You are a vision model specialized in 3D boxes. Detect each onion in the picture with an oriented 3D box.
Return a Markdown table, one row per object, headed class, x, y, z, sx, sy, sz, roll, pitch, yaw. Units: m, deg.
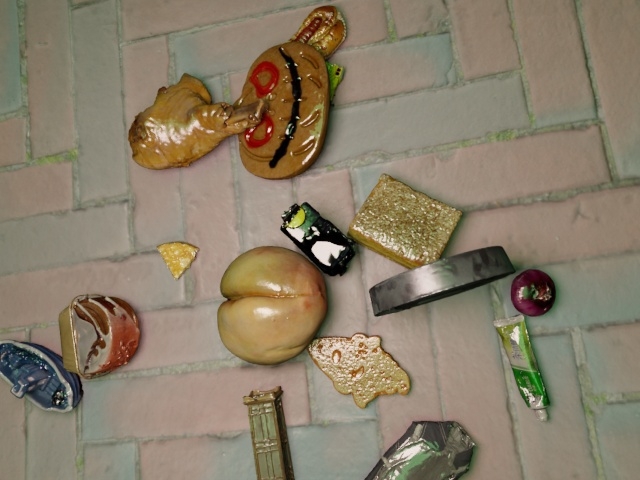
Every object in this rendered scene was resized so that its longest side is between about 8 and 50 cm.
| class | x | y | z | sx | sy | sz | roll | pitch | yaw |
| --- | --- | --- | --- | --- | --- | --- | --- | --- | --- |
| onion | 0.513 | 0.125 | 1.016 | 0.115 | 0.104 | 0.115 | 0 | 90 | -8 |

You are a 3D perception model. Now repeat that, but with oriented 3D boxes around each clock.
| class | x | y | z | sx | sy | sz | roll | pitch | yaw |
| --- | --- | --- | --- | --- | --- | --- | --- | --- | --- |
| clock | 0.263 | 0.095 | 0.947 | 0.319 | 0.319 | 0.066 | -18 | 76 | 5 |

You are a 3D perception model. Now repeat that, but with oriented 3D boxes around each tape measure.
| class | x | y | z | sx | sy | sz | roll | pitch | yaw |
| --- | --- | --- | --- | --- | --- | --- | --- | --- | --- |
| tape measure | 0.000 | 0.000 | 1.065 | 0.112 | 0.186 | 0.199 | -44 | 75 | -5 |

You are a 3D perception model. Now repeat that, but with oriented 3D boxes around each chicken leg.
| class | x | y | z | sx | sy | sz | roll | pitch | yaw |
| --- | --- | --- | --- | --- | --- | --- | --- | --- | --- |
| chicken leg | -0.332 | -0.348 | 1.155 | 0.410 | 0.182 | 0.294 | -9 | 61 | 20 |

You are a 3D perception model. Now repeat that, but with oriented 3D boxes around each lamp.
| class | x | y | z | sx | sy | sz | roll | pitch | yaw |
| --- | --- | --- | --- | --- | --- | --- | --- | --- | --- |
| lamp | -0.119 | 0.540 | 1.052 | 0.089 | 0.090 | 0.325 | -12 | 80 | 7 |

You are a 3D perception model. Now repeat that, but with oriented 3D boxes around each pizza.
| class | x | y | z | sx | sy | sz | roll | pitch | yaw |
| --- | --- | --- | --- | --- | --- | --- | --- | --- | --- |
| pizza | -0.404 | 0.057 | 1.192 | 0.123 | 0.026 | 0.108 | 4 | 85 | 6 |

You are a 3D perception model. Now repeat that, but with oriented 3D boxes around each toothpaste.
| class | x | y | z | sx | sy | sz | roll | pitch | yaw |
| --- | --- | --- | --- | --- | --- | --- | --- | --- | --- |
| toothpaste | 0.492 | 0.305 | 1.022 | 0.078 | 0.047 | 0.247 | -21 | 78 | 31 |

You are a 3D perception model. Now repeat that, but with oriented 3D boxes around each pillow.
| class | x | y | z | sx | sy | sz | roll | pitch | yaw |
| --- | --- | --- | --- | --- | --- | --- | --- | --- | --- |
| pillow | 0.215 | 0.558 | 1.001 | 0.161 | 0.092 | 0.335 | 41 | 89 | 6 |

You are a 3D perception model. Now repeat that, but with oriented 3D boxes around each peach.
| class | x | y | z | sx | sy | sz | roll | pitch | yaw |
| --- | --- | --- | --- | --- | --- | --- | --- | --- | --- |
| peach | -0.115 | 0.153 | 1.027 | 0.293 | 0.247 | 0.292 | -13 | 58 | 22 |

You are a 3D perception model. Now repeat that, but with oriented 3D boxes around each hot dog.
| class | x | y | z | sx | sy | sz | roll | pitch | yaw |
| --- | --- | --- | --- | --- | --- | --- | --- | --- | --- |
| hot dog | -0.033 | -0.553 | 1.204 | 0.253 | 0.069 | 0.131 | -44 | 79 | 2 |

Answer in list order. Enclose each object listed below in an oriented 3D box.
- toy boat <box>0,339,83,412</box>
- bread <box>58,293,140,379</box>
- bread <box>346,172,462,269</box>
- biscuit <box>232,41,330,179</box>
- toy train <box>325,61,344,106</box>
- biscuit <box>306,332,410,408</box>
| class | x | y | z | sx | sy | sz | roll | pitch | yaw |
| --- | --- | --- | --- | --- | --- | --- | --- | --- | --- |
| toy boat | -0.776 | 0.362 | 1.142 | 0.309 | 0.142 | 0.129 | 32 | 90 | 10 |
| bread | -0.591 | 0.251 | 1.141 | 0.212 | 0.142 | 0.224 | -15 | 80 | 20 |
| bread | 0.210 | -0.036 | 1.079 | 0.234 | 0.110 | 0.184 | 29 | 80 | 11 |
| biscuit | -0.123 | -0.348 | 1.146 | 0.314 | 0.063 | 0.367 | 4 | 89 | 25 |
| toy train | -0.009 | -0.374 | 1.184 | 0.085 | 0.053 | 0.249 | 21 | 86 | 5 |
| biscuit | 0.091 | 0.319 | 1.078 | 0.281 | 0.043 | 0.183 | 19 | 81 | 15 |
